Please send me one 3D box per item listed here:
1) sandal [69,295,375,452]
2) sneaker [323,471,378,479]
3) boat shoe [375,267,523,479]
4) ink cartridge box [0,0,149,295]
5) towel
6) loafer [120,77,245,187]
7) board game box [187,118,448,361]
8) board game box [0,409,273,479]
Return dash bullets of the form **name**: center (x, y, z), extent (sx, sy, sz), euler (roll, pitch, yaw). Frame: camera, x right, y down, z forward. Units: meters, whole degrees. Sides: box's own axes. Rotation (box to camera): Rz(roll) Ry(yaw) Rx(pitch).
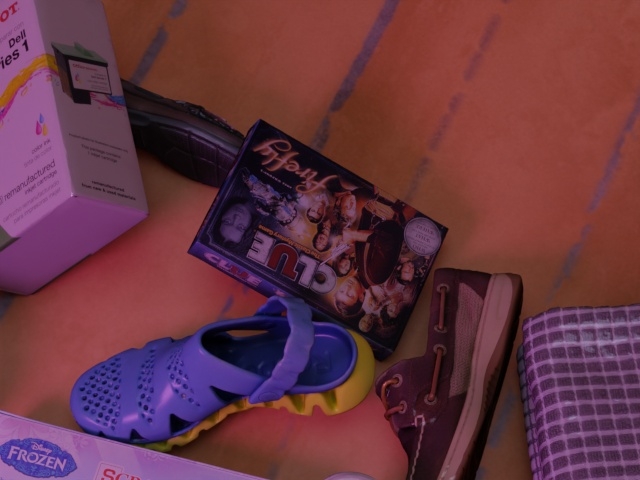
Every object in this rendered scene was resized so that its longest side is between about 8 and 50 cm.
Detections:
- **sandal**: center (-0.110, 0.127, 1.810), extent (0.317, 0.138, 0.126), euler (-15, 58, 5)
- **sneaker**: center (0.014, 0.408, 1.700), extent (0.135, 0.150, 0.365), euler (12, 82, -3)
- **boat shoe**: center (0.114, 0.170, 1.822), extent (0.123, 0.123, 0.342), euler (14, 60, 11)
- **ink cartridge box**: center (-0.313, -0.112, 1.898), extent (0.201, 0.117, 0.278), euler (-32, 60, 32)
- **towel**: center (0.352, 0.178, 1.790), extent (0.284, 0.121, 0.235), euler (-3, 52, -3)
- **loafer**: center (-0.167, -0.135, 1.982), extent (0.268, 0.096, 0.084), euler (19, 59, 11)
- **board game box**: center (0.000, 0.000, 1.896), extent (0.243, 0.042, 0.165), euler (29, 66, -10)
- **board game box**: center (-0.220, 0.358, 1.749), extent (0.319, 0.066, 0.318), euler (14, 65, 6)
